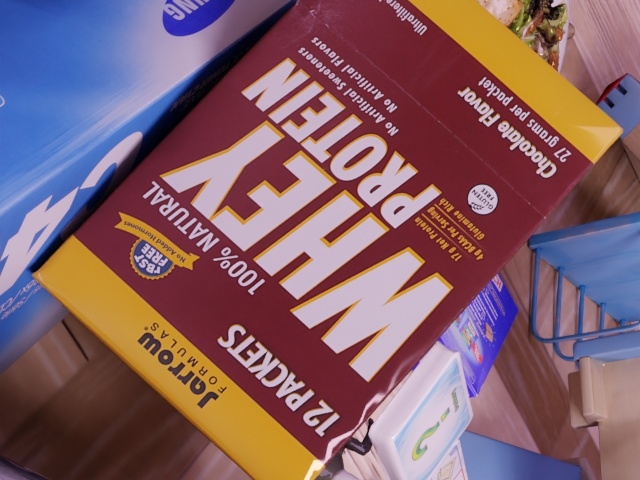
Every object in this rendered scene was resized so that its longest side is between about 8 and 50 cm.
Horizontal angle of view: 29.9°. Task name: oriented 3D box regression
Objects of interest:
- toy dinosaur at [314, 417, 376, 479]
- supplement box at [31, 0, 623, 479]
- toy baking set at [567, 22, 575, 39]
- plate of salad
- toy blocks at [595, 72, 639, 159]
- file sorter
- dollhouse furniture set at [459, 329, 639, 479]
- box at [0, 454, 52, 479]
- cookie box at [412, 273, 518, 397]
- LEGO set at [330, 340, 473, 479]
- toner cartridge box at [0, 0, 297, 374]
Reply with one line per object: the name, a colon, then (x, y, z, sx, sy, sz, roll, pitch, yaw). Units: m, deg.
toy dinosaur: (0.007, 0.177, 0.687, 0.118, 0.064, 0.268, 33, 56, -37)
supplement box: (0.000, 0.000, 0.537, 0.129, 0.191, 0.194, 42, 81, 4)
toy baking set: (0.215, -0.272, 1.108, 0.256, 0.030, 0.196, -10, 108, -56)
plate of salad: (0.172, -0.174, 1.005, 0.200, 0.048, 0.199, -22, 118, -50)
toy blocks: (0.402, -0.075, 1.185, 0.381, 0.190, 0.261, 25, 24, -47)
file sorter: (0.269, 0.066, 1.026, 0.170, 0.118, 0.104, 35, 54, -40)
dollhouse furniture set: (0.225, 0.219, 0.744, 0.198, 0.303, 0.286, 24, 58, -45)
box: (-0.075, 0.238, 0.348, 0.293, 0.073, 0.295, 35, 70, -30)
cookie box: (0.094, 0.049, 0.863, 0.091, 0.040, 0.107, 59, 38, -17)
LEGO set: (0.032, 0.176, 0.557, 0.182, 0.060, 0.244, -50, 153, -18)
toner cartridge box: (-0.140, -0.004, 0.463, 0.075, 0.165, 0.348, 39, 41, 2)
